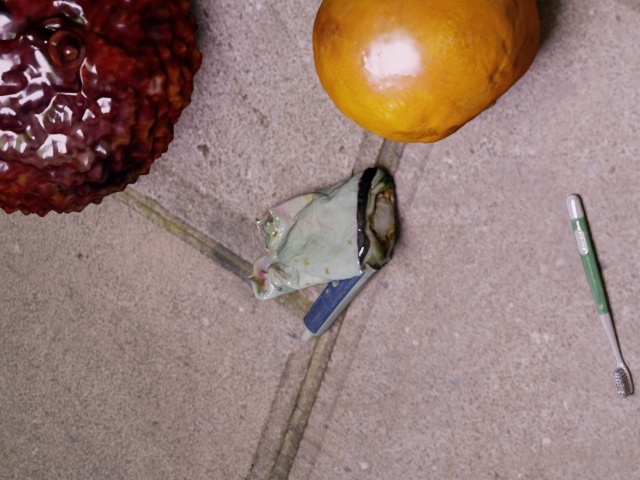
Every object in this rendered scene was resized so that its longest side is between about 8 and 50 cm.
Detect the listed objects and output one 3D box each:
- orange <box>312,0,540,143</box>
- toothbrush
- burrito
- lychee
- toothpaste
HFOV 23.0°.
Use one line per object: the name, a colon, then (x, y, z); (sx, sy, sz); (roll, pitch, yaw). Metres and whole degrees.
orange: (0.114, -0.235, 1.763); (0.261, 0.261, 0.261); (13, 114, 31)
toothbrush: (0.333, 0.068, 1.876); (0.018, 0.024, 0.257); (-10, 100, 37)
burrito: (0.000, 0.000, 2.036); (0.229, 0.089, 0.144); (-17, 60, 44)
lychee: (-0.357, -0.236, 1.981); (0.500, 0.424, 0.425); (5, 113, 64)
toothpaste: (0.027, 0.067, 2.078); (0.057, 0.035, 0.197); (54, 124, 26)
